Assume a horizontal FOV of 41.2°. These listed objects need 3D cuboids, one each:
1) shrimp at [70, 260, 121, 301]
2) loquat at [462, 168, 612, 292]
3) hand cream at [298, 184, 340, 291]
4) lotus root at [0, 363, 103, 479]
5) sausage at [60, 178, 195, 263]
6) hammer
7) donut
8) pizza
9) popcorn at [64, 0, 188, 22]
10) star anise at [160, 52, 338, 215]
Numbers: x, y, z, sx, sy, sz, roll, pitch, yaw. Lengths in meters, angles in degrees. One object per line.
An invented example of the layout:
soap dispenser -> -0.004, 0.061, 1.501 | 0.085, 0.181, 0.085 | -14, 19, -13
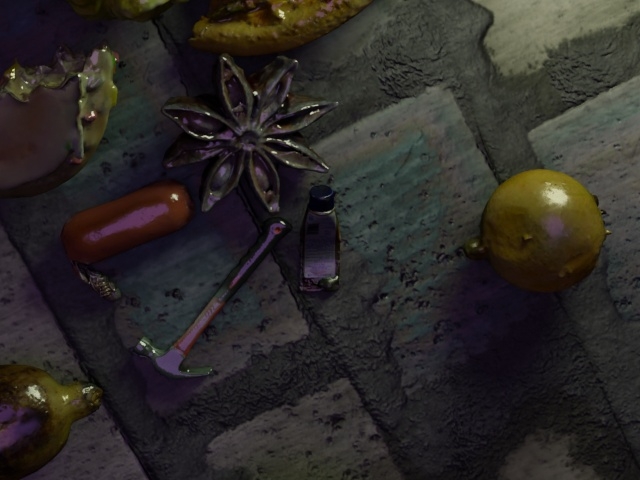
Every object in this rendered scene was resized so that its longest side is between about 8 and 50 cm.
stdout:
shrimp -> -0.324, 0.055, 1.214 | 0.092, 0.038, 0.029 | 40, 93, -8
loquat -> 0.299, -0.011, 1.185 | 0.205, 0.149, 0.172 | -18, 103, 11
hand cream -> 0.000, 0.000, 1.218 | 0.062, 0.039, 0.163 | -2, 120, -7
lotus root -> -0.458, 0.260, 1.185 | 0.314, 0.141, 0.169 | -21, 103, -1
sausage -> -0.270, -0.026, 1.190 | 0.194, 0.077, 0.077 | -21, 99, -3
hammer -> -0.142, 0.081, 1.232 | 0.111, 0.033, 0.287 | 37, 94, -7
donut -> -0.446, -0.209, 1.082 | 0.371, 0.150, 0.307 | 34, 116, -8
pizza -> -0.019, -0.347, 1.125 | 0.269, 0.087, 0.257 | 17, 101, 7
popcorn -> -0.262, -0.409, 1.027 | 0.312, 0.312, 0.312 | 0, 98, -3
star anise -> -0.105, -0.155, 1.164 | 0.236, 0.109, 0.223 | 1, 122, -17
